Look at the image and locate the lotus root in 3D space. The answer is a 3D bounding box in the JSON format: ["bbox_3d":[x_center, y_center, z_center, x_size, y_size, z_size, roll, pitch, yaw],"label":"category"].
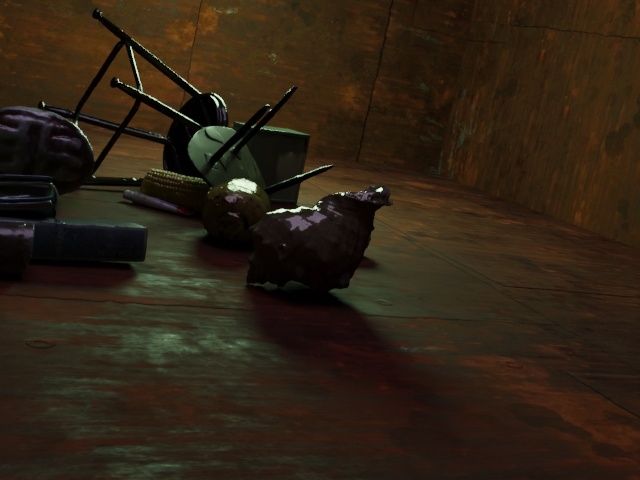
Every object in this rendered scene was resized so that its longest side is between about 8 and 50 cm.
[{"bbox_3d":[-0.200,-0.072,2.004,0.160,0.146,0.284,30,16,-9],"label":"lotus root"}]

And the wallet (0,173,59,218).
[{"bbox_3d":[-0.585,-0.070,1.589,0.176,0.075,0.250,-2,-5,-18],"label":"wallet"}]

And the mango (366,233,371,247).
[{"bbox_3d":[0.051,-0.006,2.086,0.163,0.089,0.117,-12,31,-35],"label":"mango"}]

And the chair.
[{"bbox_3d":[-0.506,-0.333,2.359,0.410,0.362,0.364,19,33,-38],"label":"chair"}]

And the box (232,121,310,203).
[{"bbox_3d":[-0.173,-0.238,2.613,0.225,0.225,0.117,1,15,-43],"label":"box"}]

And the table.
[{"bbox_3d":[-0.155,-0.246,2.184,0.317,0.249,0.317,42,29,-30],"label":"table"}]

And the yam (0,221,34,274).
[{"bbox_3d":[-0.598,0.006,1.362,0.259,0.093,0.093,5,13,-28],"label":"yam"}]

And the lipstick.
[{"bbox_3d":[-0.463,-0.001,1.548,0.290,0.077,0.076,3,6,-29],"label":"lipstick"}]

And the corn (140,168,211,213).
[{"bbox_3d":[-0.354,-0.126,2.228,0.244,0.093,0.093,12,11,6],"label":"corn"}]

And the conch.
[{"bbox_3d":[0.001,0.011,1.683,0.324,0.186,0.263,-16,2,-4],"label":"conch"}]

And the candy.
[{"bbox_3d":[-0.687,-0.208,1.996,0.289,0.214,0.157,9,8,-22],"label":"candy"}]

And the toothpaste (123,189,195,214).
[{"bbox_3d":[-0.419,-0.094,2.176,0.190,0.031,0.048,16,9,10],"label":"toothpaste"}]
